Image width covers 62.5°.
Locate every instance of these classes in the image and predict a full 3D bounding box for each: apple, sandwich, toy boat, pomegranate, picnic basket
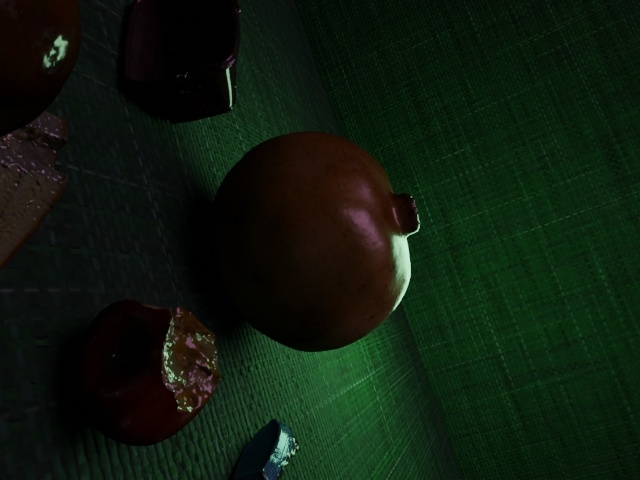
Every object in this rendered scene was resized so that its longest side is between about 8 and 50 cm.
[{"bbox_3d":[-0.193,0.150,0.604,0.156,0.147,0.158,40,-8,26],"label":"apple"},{"bbox_3d":[-0.331,-0.092,0.555,0.090,0.088,0.244,36,36,-56],"label":"sandwich"},{"bbox_3d":[-0.076,0.353,0.836,0.077,0.075,0.185,63,13,-8],"label":"toy boat"},{"bbox_3d":[0.000,0.000,0.993,0.416,0.417,0.416,58,19,-33],"label":"pomegranate"},{"bbox_3d":[-0.244,-0.354,0.998,0.129,0.223,0.296,75,4,-55],"label":"picnic basket"}]

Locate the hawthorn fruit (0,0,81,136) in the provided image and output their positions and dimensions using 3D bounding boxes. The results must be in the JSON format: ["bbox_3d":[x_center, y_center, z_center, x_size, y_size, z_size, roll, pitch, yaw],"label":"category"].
[{"bbox_3d":[-0.322,-0.178,0.394,0.300,0.268,0.268,71,16,10],"label":"hawthorn fruit"}]
